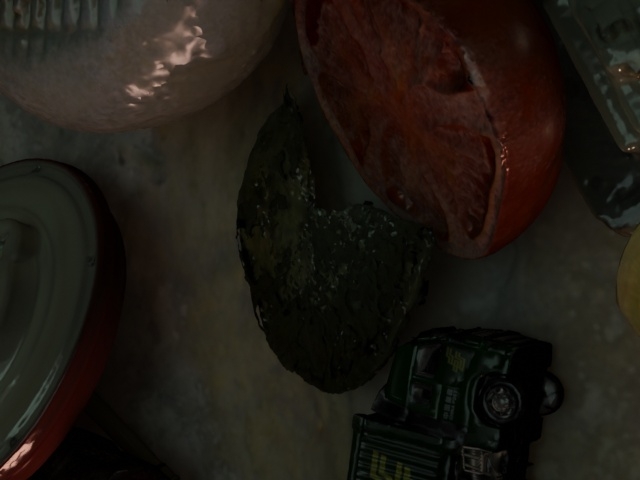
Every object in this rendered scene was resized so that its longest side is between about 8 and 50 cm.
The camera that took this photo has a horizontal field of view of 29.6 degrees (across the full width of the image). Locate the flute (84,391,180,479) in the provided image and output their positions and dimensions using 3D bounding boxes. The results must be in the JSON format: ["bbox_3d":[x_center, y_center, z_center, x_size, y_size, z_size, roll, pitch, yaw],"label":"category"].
[{"bbox_3d":[-0.182,0.150,1.027,0.233,0.027,0.027,39,107,27],"label":"flute"}]

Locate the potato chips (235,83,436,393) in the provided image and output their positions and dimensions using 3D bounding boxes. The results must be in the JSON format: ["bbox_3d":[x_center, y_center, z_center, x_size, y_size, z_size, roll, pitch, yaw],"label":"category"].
[{"bbox_3d":[-0.003,0.000,0.896,0.202,0.029,0.220,-52,55,43],"label":"potato chips"}]

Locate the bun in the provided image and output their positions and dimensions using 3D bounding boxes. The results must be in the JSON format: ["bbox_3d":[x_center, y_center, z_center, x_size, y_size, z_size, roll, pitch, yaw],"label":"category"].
[{"bbox_3d":[-0.143,-0.253,0.912,0.361,0.211,0.362,1,93,32],"label":"bun"}]

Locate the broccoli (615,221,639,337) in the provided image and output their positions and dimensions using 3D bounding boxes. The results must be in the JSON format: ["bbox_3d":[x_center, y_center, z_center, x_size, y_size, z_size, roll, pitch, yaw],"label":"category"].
[{"bbox_3d":[0.251,-0.021,0.592,0.221,0.361,0.252,-61,42,35],"label":"broccoli"}]

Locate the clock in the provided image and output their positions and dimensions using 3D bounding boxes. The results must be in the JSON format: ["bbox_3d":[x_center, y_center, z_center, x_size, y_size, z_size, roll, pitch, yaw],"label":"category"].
[{"bbox_3d":[-0.289,0.072,0.997,0.318,0.080,0.319,-23,50,31],"label":"clock"}]

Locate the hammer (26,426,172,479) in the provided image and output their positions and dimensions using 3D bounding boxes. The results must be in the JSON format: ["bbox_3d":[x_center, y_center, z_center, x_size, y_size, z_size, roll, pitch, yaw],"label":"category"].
[{"bbox_3d":[-0.222,0.352,1.011,0.242,0.095,0.409,5,98,40],"label":"hammer"}]

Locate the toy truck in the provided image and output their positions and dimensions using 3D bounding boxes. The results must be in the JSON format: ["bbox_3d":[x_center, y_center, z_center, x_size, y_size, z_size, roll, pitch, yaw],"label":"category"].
[{"bbox_3d":[0.084,0.186,0.830,0.121,0.088,0.259,10,94,31],"label":"toy truck"}]

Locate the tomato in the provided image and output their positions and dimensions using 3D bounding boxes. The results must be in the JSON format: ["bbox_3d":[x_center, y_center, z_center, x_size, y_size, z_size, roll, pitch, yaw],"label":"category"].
[{"bbox_3d":[0.082,-0.107,0.795,0.095,0.237,0.237,-32,66,-18],"label":"tomato"}]

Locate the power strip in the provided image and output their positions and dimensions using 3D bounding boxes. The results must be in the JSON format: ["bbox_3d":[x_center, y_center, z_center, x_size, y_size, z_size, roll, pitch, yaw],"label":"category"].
[{"bbox_3d":[0.218,-0.131,0.777,0.198,0.064,0.213,-35,70,23],"label":"power strip"}]
